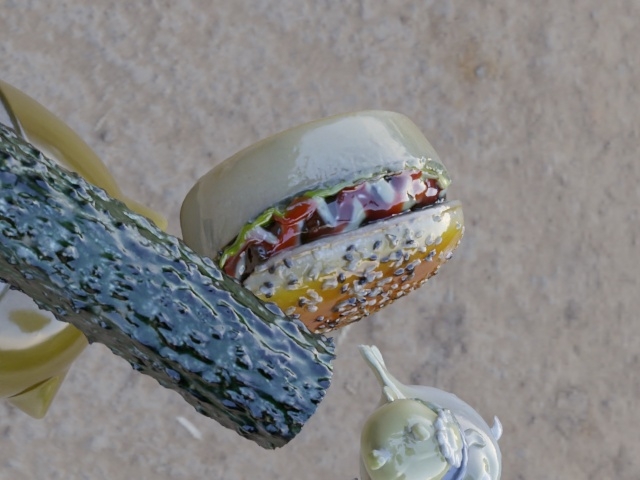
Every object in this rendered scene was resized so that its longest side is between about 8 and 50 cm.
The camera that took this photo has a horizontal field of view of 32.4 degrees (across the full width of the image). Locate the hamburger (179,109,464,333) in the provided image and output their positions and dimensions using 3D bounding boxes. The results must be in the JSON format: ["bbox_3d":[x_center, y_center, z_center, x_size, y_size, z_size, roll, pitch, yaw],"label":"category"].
[{"bbox_3d":[0.000,0.000,1.088,0.300,0.300,0.176,-15,76,-33],"label":"hamburger"}]

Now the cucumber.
[{"bbox_3d":[-0.153,0.014,0.711,0.359,0.096,0.096,34,70,-17],"label":"cucumber"}]

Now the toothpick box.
[{"bbox_3d":[-0.460,0.000,1.429,0.425,0.409,0.409,33,71,-22],"label":"toothpick box"}]

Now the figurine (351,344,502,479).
[{"bbox_3d":[0.110,0.253,1.430,0.226,0.394,0.275,-30,76,4],"label":"figurine"}]
